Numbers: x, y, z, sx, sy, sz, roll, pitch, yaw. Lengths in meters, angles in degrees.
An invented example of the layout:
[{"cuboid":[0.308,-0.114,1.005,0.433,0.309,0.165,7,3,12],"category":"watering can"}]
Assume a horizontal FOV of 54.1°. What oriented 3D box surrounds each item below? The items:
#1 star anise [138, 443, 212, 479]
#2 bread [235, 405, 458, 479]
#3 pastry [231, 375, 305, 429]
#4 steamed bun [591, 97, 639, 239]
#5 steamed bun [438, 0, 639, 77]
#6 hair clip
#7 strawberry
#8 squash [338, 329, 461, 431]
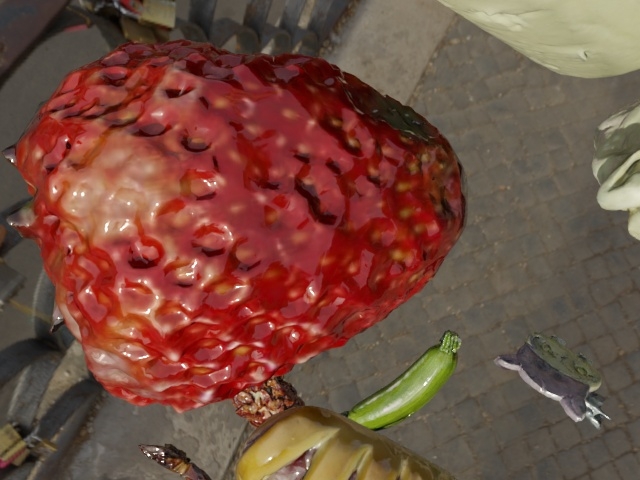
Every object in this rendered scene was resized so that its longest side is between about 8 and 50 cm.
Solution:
[{"cuboid":[-0.321,0.514,1.437,0.212,0.157,0.054,33,75,-4],"category":"star anise"},{"cuboid":[0.041,0.205,0.464,0.225,0.134,0.081,27,50,9],"category":"bread"},{"cuboid":[-0.099,0.289,1.137,0.115,0.209,0.097,-22,31,15],"category":"pastry"},{"cuboid":[0.482,-0.075,0.732,0.268,0.207,0.280,37,38,-5],"category":"steamed bun"},{"cuboid":[0.156,-0.377,0.546,0.371,0.290,0.456,5,43,-47],"category":"steamed bun"},{"cuboid":[0.393,0.222,1.021,0.146,0.056,0.187,-27,63,-41],"category":"hair clip"},{"cuboid":[-0.070,-0.018,0.490,0.309,0.291,0.292,-10,64,32],"category":"strawberry"},{"cuboid":[0.153,0.278,1.145,0.080,0.318,0.071,33,28,-23],"category":"squash"}]
